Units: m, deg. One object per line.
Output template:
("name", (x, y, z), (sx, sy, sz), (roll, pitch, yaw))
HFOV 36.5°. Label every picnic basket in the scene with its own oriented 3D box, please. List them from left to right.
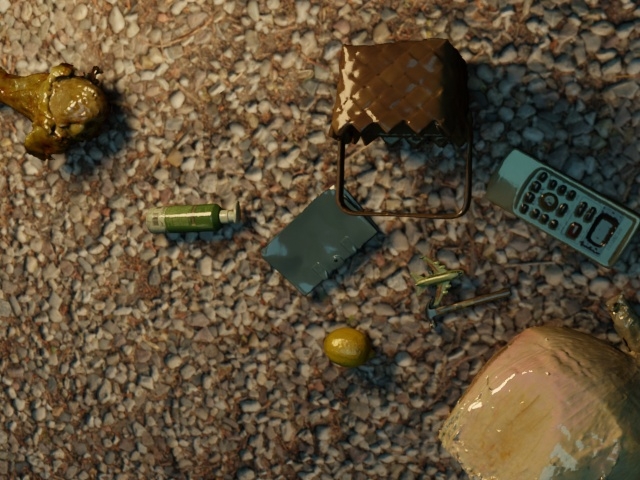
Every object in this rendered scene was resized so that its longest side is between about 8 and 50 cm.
("picnic basket", (0.154, -0.201, 1.783), (0.254, 0.291, 0.320), (3, 93, 17))

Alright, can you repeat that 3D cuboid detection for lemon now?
("lemon", (0.060, 0.223, 2.013), (0.111, 0.082, 0.082), (9, 104, 18))

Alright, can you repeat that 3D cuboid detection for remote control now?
("remote control", (0.459, -0.064, 1.849), (0.285, 0.038, 0.123), (32, 109, 9))

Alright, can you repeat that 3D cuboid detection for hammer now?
("hammer", (0.294, 0.124, 1.953), (0.182, 0.017, 0.062), (-19, 95, 19))

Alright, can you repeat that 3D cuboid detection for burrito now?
("burrito", (0.594, 0.171, 1.854), (0.055, 0.041, 0.149), (-24, 97, 34))

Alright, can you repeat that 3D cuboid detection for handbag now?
("handbag", (0.000, 0.000, 2.005), (0.144, 0.057, 0.221), (46, 109, -3))

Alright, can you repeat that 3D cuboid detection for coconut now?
("coconut", (0.452, 0.335, 1.754), (0.405, 0.404, 0.404), (4, 102, 17))

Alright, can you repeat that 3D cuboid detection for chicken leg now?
("chicken leg", (-0.606, -0.281, 2.098), (0.361, 0.140, 0.211), (6, 82, 27))

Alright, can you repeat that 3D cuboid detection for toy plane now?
("toy plane", (0.236, 0.076, 1.947), (0.111, 0.040, 0.102), (-16, 93, 18))

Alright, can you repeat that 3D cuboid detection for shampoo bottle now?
("shampoo bottle", (-0.267, -0.050, 2.072), (0.205, 0.065, 0.065), (-2, 100, 18))
